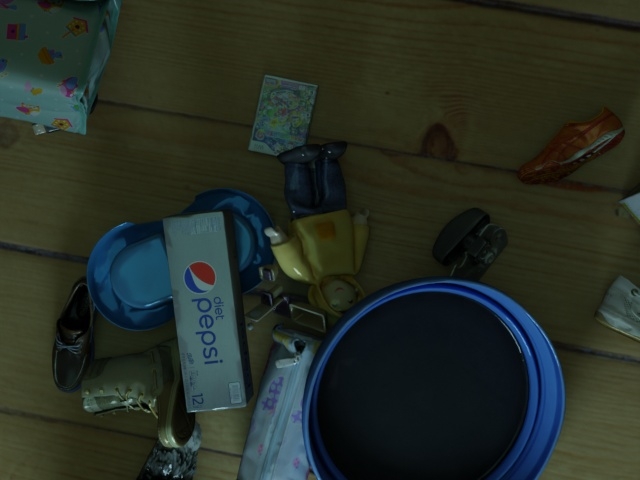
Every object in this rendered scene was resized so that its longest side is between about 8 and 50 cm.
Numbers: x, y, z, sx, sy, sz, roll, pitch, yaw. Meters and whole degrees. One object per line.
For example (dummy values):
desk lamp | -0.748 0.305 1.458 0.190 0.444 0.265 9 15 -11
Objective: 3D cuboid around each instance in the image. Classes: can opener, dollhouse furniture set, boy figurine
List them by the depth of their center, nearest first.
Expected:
dollhouse furniture set | -0.054 0.100 1.858 0.114 0.081 0.091 17 128 34
boy figurine | 0.000 0.000 1.913 0.177 0.092 0.285 -4 83 -31
can opener | 0.175 0.079 1.939 0.283 0.076 0.095 -51 53 1

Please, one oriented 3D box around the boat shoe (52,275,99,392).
boat shoe | -0.382 0.144 1.967 0.066 0.066 0.183 9 88 5

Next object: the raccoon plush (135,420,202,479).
raccoon plush | -0.190 0.519 1.881 0.299 0.216 0.446 27 90 -3

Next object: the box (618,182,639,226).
box | 0.519 -0.060 1.840 0.114 0.203 0.103 -41 86 0

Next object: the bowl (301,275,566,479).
bowl | 0.160 0.238 1.860 0.391 0.077 0.391 -2 101 -12

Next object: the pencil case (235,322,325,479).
pencil case | -0.048 0.265 1.910 0.114 0.124 0.273 15 90 -5

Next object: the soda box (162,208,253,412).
soda box | -0.161 0.099 1.864 0.091 0.098 0.286 -7 92 4

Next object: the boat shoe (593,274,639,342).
boat shoe | 0.548 0.134 1.883 0.277 0.098 0.096 25 91 6

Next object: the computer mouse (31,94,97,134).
computer mouse | -0.474 -0.245 1.996 0.262 0.060 0.184 -12 83 -8

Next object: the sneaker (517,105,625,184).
sneaker | 0.372 -0.140 1.934 0.175 0.064 0.067 -29 66 -2

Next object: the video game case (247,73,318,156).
video game case | -0.058 -0.190 1.984 0.087 0.011 0.122 12 89 4

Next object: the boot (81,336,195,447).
boot | -0.273 0.238 1.903 0.165 0.213 0.077 -13 127 5

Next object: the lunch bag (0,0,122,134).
lunch bag | -0.423 -0.315 1.906 0.223 0.160 0.262 12 66 -1

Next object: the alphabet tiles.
alphabet tiles | 0.187 0.195 1.907 0.237 0.009 0.198 -30 107 -5

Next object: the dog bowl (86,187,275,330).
dog bowl | -0.207 0.030 1.956 0.297 0.074 0.165 -22 87 3
